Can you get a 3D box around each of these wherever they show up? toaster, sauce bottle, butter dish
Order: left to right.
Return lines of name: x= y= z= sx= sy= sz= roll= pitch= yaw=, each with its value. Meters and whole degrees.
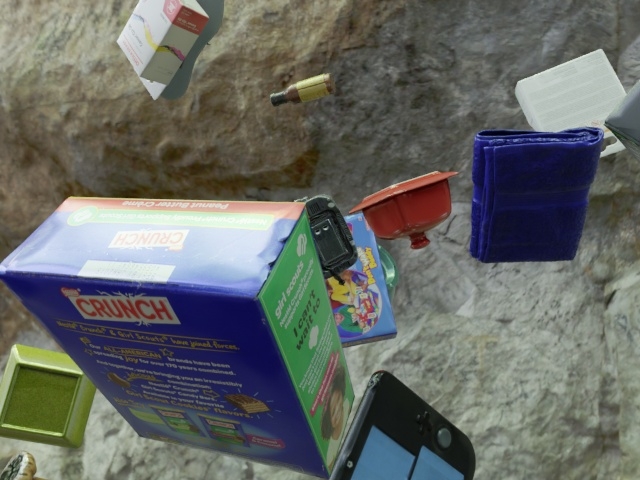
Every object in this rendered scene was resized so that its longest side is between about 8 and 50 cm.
sauce bottle: x=-0.035 y=-0.289 z=1.037 sx=0.128 sy=0.042 sz=0.042 roll=-9 pitch=-80 yaw=19
toaster: x=0.000 y=0.000 z=1.314 sx=0.227 sy=0.129 sz=0.146 roll=63 pitch=-13 yaw=-7
butter dish: x=0.157 y=-0.041 z=0.933 sx=0.160 sy=0.159 sz=0.118 roll=-21 pitch=-91 yaw=63

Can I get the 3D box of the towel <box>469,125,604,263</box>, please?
towel: x=0.415 y=-0.075 z=1.062 sx=0.227 sy=0.076 sz=0.308 roll=1 pitch=-49 yaw=13

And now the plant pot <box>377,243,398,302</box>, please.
plant pot: x=0.114 y=0.122 z=1.638 sx=0.293 sy=0.293 sz=0.196 roll=51 pitch=-49 yaw=10

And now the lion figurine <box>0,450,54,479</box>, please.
lion figurine: x=-0.247 y=0.317 z=0.463 sx=0.392 sy=0.142 sz=0.240 roll=-25 pitch=-53 yaw=19

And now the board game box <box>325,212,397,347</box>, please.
board game box: x=0.055 y=0.112 z=1.457 sx=0.233 sy=0.078 sz=0.347 roll=-11 pitch=-111 yaw=0

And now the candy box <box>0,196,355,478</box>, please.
candy box: x=-0.124 y=0.109 z=0.572 sx=0.268 sy=0.122 sz=0.317 roll=4 pitch=-44 yaw=19

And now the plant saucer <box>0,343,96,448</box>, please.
plant saucer: x=-0.573 y=0.327 z=1.109 sx=0.188 sy=0.045 sz=0.188 roll=14 pitch=-99 yaw=-11

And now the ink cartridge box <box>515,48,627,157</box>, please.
ink cartridge box: x=0.531 y=-0.261 z=1.103 sx=0.180 sy=0.056 sz=0.225 roll=-20 pitch=-107 yaw=10

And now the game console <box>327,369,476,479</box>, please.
game console: x=0.149 y=0.498 z=1.028 sx=0.060 sy=0.387 sz=0.342 roll=-12 pitch=-48 yaw=49

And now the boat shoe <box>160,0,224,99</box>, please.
boat shoe: x=-0.324 y=-0.495 z=1.309 sx=0.306 sy=0.113 sz=0.105 roll=-60 pitch=-148 yaw=34

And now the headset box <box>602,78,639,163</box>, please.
headset box: x=0.544 y=-0.108 z=0.695 sx=0.131 sy=0.283 sz=0.246 roll=-54 pitch=-130 yaw=19

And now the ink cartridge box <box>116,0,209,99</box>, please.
ink cartridge box: x=-0.308 y=-0.378 z=1.005 sx=0.198 sy=0.067 sz=0.115 roll=-48 pitch=-117 yaw=25
